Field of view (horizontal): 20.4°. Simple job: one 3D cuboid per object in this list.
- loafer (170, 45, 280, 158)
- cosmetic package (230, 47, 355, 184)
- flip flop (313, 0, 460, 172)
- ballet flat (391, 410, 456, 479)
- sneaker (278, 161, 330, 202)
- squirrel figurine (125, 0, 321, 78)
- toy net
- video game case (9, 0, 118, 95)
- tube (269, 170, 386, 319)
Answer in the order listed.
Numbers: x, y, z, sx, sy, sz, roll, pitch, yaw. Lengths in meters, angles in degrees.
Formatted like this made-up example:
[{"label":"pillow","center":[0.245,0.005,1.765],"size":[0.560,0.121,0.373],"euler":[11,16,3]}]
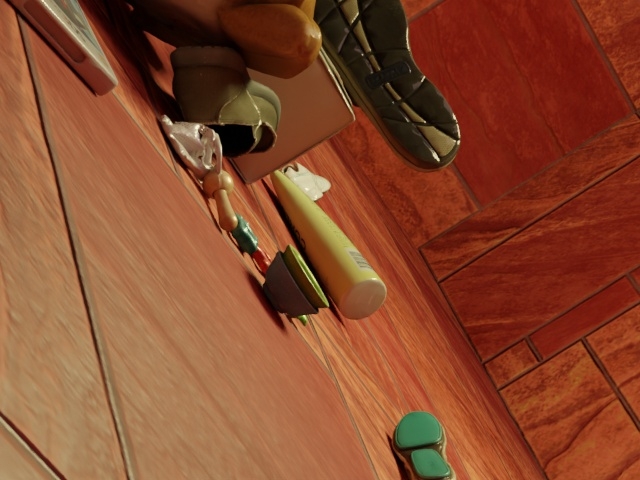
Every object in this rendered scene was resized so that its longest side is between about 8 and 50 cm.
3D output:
[{"label":"loafer","center":[-0.101,-0.123,1.800],"size":[0.251,0.094,0.087],"euler":[43,49,-72]},{"label":"cosmetic package","center":[-0.052,-0.173,2.095],"size":[0.129,0.153,0.296],"euler":[59,6,-8]},{"label":"flip flop","center":[0.069,-0.188,2.029],"size":[0.277,0.112,0.080],"euler":[61,-22,18]},{"label":"ballet flat","center":[0.102,0.226,1.782],"size":[0.168,0.057,0.052],"euler":[-96,-179,-71]},{"label":"sneaker","center":[-0.024,-0.076,2.325],"size":[0.061,0.054,0.152],"euler":[54,6,-3]},{"label":"squirrel figurine","center":[-0.053,-0.371,1.816],"size":[0.281,0.370,0.397],"euler":[28,-8,1]},{"label":"toy net","center":[-0.068,-0.026,1.647],"size":[0.232,0.045,0.122],"euler":[58,5,5]},{"label":"video game case","center":[-0.238,-0.229,1.386],"size":[0.201,0.023,0.183],"euler":[60,6,33]},{"label":"tube","center":[0.000,0.000,2.116],"size":[0.240,0.062,0.070],"euler":[56,-41,43]}]
